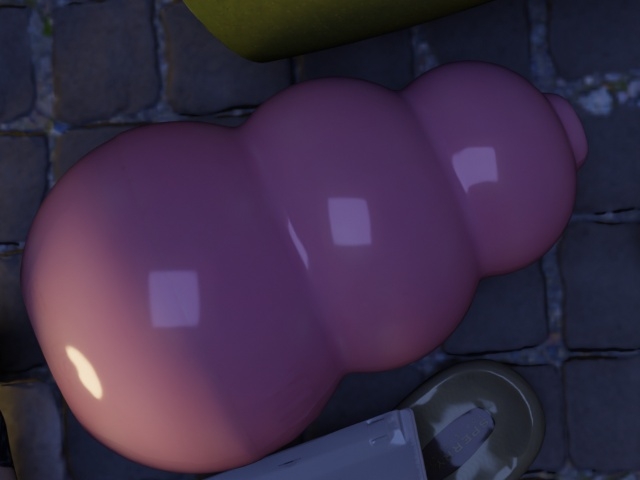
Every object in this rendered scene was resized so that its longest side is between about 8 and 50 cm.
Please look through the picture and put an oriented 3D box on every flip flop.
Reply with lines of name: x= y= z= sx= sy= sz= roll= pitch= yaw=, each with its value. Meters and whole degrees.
flip flop: x=0.032 y=0.187 z=0.790 sx=0.277 sy=0.080 sz=0.112 roll=-44 pitch=87 yaw=4

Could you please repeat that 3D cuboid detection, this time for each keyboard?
keyboard: x=-0.051 y=0.177 z=0.786 sx=0.256 sy=0.014 sz=0.072 roll=-23 pitch=60 yaw=19

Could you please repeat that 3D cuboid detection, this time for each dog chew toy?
dog chew toy: x=0.000 y=0.000 z=0.739 sx=0.331 sy=0.206 sz=0.207 roll=-23 pitch=89 yaw=-3

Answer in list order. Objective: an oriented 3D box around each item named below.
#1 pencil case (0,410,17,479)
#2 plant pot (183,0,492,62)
pencil case: x=-0.222 y=0.245 z=0.751 sx=0.160 sy=0.183 sz=0.410 roll=-16 pitch=95 yaw=-18
plant pot: x=0.048 y=-0.233 z=0.715 sx=0.293 sy=0.275 sz=0.275 roll=-32 pitch=88 yaw=20
